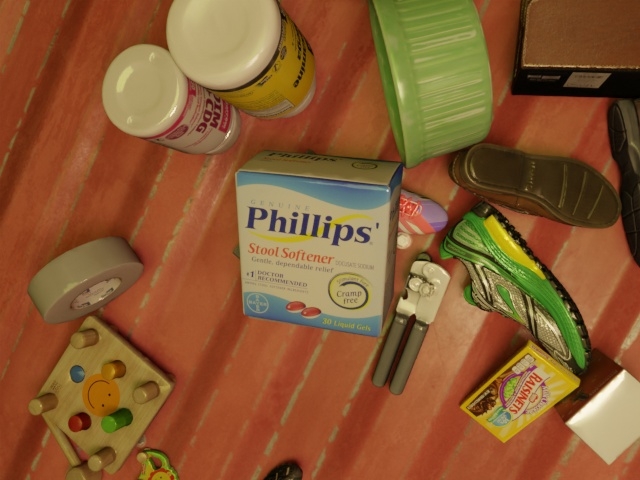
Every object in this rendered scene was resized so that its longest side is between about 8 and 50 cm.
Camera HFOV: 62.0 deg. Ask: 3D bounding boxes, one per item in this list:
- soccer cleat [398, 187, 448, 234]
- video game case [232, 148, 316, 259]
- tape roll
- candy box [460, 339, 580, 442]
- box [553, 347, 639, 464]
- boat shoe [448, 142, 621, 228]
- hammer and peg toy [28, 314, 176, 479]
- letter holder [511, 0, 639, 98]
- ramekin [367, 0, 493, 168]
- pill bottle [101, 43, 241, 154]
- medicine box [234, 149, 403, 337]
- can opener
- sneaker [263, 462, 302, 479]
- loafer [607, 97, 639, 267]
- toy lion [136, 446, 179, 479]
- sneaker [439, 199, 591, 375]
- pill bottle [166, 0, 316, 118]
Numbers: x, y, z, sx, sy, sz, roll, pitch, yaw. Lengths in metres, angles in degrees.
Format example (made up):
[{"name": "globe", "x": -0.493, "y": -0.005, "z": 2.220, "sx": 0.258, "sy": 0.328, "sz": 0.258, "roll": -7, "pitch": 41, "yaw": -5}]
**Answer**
[{"name": "soccer cleat", "x": 0.123, "y": -0.080, "z": 1.009, "sx": 0.248, "sy": 0.095, "sz": 0.083, "roll": 24, "pitch": 80, "yaw": 9}, {"name": "video game case", "x": -0.031, "y": -0.021, "z": 1.105, "sx": 0.196, "sy": 0.026, "sz": 0.274, "roll": 39, "pitch": 99, "yaw": 11}, {"name": "tape roll", "x": -0.488, "y": 0.084, "z": 1.118, "sx": 0.219, "sy": 0.219, "sz": 0.072, "roll": -38, "pitch": 81, "yaw": 11}, {"name": "candy box", "x": 0.353, "y": 0.277, "z": 0.961, "sx": 0.105, "sy": 0.027, "sz": 0.206, "roll": 37, "pitch": 127, "yaw": 10}, {"name": "box", "x": 0.477, "y": 0.273, "z": 0.902, "sx": 0.091, "sy": 0.170, "sz": 0.130, "roll": 44, "pitch": 99, "yaw": 10}, {"name": "boat shoe", "x": 0.384, "y": -0.101, "z": 0.964, "sx": 0.307, "sy": 0.104, "sz": 0.110, "roll": 21, "pitch": 85, "yaw": -7}, {"name": "hammer and peg toy", "x": -0.510, "y": 0.375, "z": 1.169, "sx": 0.266, "sy": 0.127, "sz": 0.361, "roll": 37, "pitch": 98, "yaw": 11}, {"name": "letter holder", "x": 0.502, "y": -0.370, "z": 0.911, "sx": 0.302, "sy": 0.152, "sz": 0.214, "roll": 6, "pitch": 89, "yaw": 14}, {"name": "ramekin", "x": 0.187, "y": -0.287, "z": 0.918, "sx": 0.148, "sy": 0.303, "sz": 0.303, "roll": -13, "pitch": 87, "yaw": 7}, {"name": "pill bottle", "x": -0.269, "y": -0.254, "z": 1.031, "sx": 0.160, "sy": 0.283, "sz": 0.160, "roll": 0, "pitch": 90, "yaw": 14}, {"name": "medicine box", "x": 0.000, "y": 0.000, "z": 0.959, "sx": 0.264, "sy": 0.149, "sz": 0.289, "roll": 7, "pitch": 117, "yaw": 14}, {"name": "can opener", "x": 0.176, "y": 0.164, "z": 1.029, "sx": 0.074, "sy": 0.093, "sz": 0.280, "roll": 21, "pitch": 103, "yaw": 15}, {"name": "sneaker", "x": -0.101, "y": 0.576, "z": 1.093, "sx": 0.108, "sy": 0.100, "sz": 0.271, "roll": 28, "pitch": 100, "yaw": -2}, {"name": "loafer", "x": 0.575, "y": -0.103, "z": 0.916, "sx": 0.095, "sy": 0.109, "sz": 0.302, "roll": -8, "pitch": 85, "yaw": 10}, {"name": "toy lion", "x": -0.360, "y": 0.520, "z": 1.184, "sx": 0.096, "sy": 0.034, "sz": 0.100, "roll": 6, "pitch": 91, "yaw": 7}, {"name": "sneaker", "x": 0.356, "y": 0.098, "z": 0.970, "sx": 0.146, "sy": 0.134, "sz": 0.343, "roll": -42, "pitch": 75, "yaw": 22}, {"name": "pill bottle", "x": -0.116, "y": -0.329, "z": 0.968, "sx": 0.188, "sy": 0.334, "sz": 0.187, "roll": 0, "pitch": 90, "yaw": 14}]
